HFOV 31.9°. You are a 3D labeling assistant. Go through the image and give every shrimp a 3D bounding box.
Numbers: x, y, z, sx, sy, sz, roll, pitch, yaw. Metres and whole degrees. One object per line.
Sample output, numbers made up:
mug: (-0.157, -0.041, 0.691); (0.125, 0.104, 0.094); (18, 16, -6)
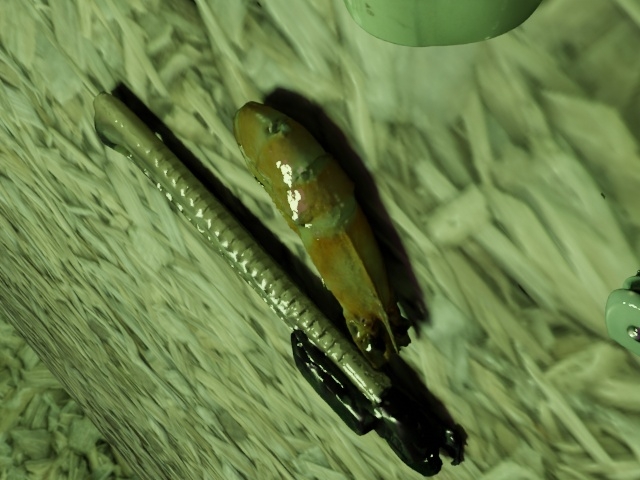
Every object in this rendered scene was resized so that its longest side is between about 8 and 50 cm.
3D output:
shrimp: (0.000, 0.000, 0.627); (0.099, 0.041, 0.180); (16, 141, 59)

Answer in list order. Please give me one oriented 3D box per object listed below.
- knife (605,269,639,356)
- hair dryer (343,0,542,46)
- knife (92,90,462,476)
knife: (0.170, 0.057, 0.396); (0.162, 0.023, 0.044); (34, 156, 36)
hair dryer: (-0.008, -0.192, 0.316); (0.237, 0.075, 0.206); (47, 154, 32)
knife: (-0.045, 0.028, 0.766); (0.365, 0.043, 0.089); (46, 158, 15)
